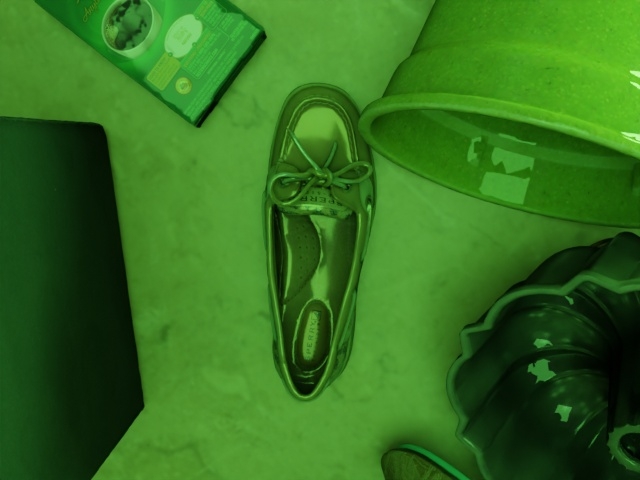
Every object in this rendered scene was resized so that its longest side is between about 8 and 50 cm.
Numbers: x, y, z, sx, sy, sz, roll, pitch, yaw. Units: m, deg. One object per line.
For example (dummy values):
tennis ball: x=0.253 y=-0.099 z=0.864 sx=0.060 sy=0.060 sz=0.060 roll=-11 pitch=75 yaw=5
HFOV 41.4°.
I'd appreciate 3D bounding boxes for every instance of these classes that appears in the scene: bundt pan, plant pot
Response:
bundt pan: x=0.277 y=0.131 z=0.695 sx=0.330 sy=0.124 sz=0.331 roll=19 pitch=131 yaw=23
plant pot: x=0.195 y=-0.171 z=0.677 sx=0.276 sy=0.276 sz=0.254 roll=16 pitch=84 yaw=0

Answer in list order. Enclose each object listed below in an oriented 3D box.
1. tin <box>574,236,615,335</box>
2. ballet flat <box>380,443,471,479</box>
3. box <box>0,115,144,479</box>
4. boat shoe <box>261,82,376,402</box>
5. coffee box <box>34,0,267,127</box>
tin: x=0.308 y=0.080 z=0.792 sx=0.106 sy=0.040 sz=0.190 roll=-42 pitch=94 yaw=1
ballet flat: x=0.173 y=0.332 z=0.773 sx=0.342 sy=0.116 sz=0.124 roll=40 pitch=63 yaw=-7
box: x=-0.420 y=0.078 z=0.590 sx=0.471 sy=0.480 sz=0.298 roll=-8 pitch=97 yaw=3
boat shoe: x=0.000 y=0.000 z=0.765 sx=0.104 sy=0.089 sz=0.286 roll=-1 pitch=95 yaw=2
coffee box: x=-0.153 y=-0.203 z=0.775 sx=0.184 sy=0.040 sz=0.113 roll=37 pitch=95 yaw=-2
